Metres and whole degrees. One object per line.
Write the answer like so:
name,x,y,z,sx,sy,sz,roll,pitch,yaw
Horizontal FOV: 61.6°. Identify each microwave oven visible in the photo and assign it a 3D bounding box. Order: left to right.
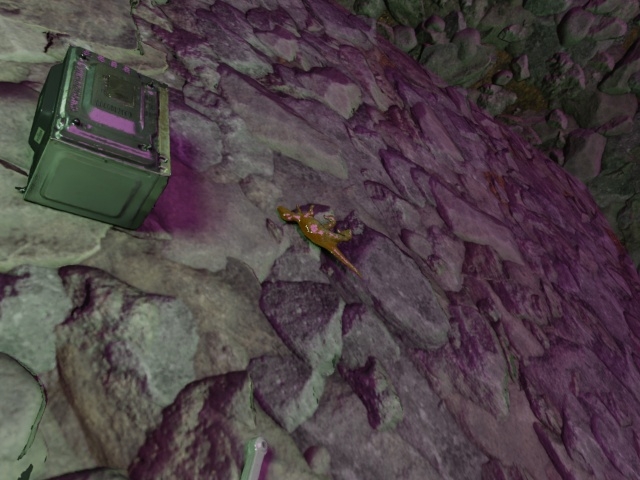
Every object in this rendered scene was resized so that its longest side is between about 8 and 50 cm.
microwave oven,-0.288,-0.143,0.715,0.163,0.129,0.204,18,41,-35

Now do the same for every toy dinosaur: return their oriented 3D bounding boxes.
toy dinosaur,0.000,0.000,0.953,0.127,0.039,0.161,-4,61,-36

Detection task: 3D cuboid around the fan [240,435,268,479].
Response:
fan,-0.090,0.322,0.526,0.057,0.023,0.282,34,37,-13
